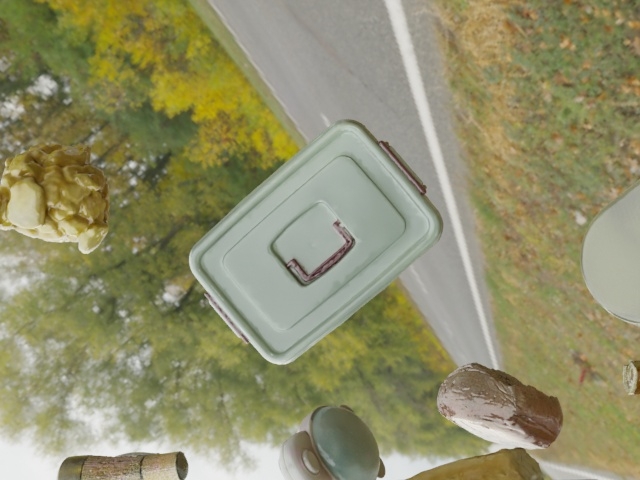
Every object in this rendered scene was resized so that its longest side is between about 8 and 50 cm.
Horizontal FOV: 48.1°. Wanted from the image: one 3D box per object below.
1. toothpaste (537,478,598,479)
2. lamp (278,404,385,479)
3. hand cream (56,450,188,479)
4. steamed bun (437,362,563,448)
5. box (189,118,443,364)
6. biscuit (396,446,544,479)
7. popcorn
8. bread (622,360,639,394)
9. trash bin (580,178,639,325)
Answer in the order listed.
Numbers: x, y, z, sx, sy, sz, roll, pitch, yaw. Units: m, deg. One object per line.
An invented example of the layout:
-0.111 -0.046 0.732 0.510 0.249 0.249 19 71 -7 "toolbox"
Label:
0.106 0.137 0.380 0.020 0.083 0.017 46 -140 -52 "toothpaste"
0.027 0.392 1.330 0.246 0.108 0.179 -2 -129 -53 "lamp"
-0.301 0.362 1.107 0.084 0.203 0.084 -12 -90 -81 "hand cream"
0.270 0.247 1.093 0.145 0.106 0.175 32 161 -28 "steamed bun"
0.000 0.000 0.928 0.193 0.294 0.167 50 -172 2 "box"
0.167 0.516 0.927 0.104 0.446 0.429 44 -148 -79 "biscuit"
-0.356 -0.065 0.973 0.163 0.140 0.194 13 -171 -1 "popcorn"
0.448 0.181 0.958 0.036 0.083 0.047 -165 74 -80 "bread"
0.403 -0.009 0.671 0.247 0.243 0.121 9 -133 -41 "trash bin"
